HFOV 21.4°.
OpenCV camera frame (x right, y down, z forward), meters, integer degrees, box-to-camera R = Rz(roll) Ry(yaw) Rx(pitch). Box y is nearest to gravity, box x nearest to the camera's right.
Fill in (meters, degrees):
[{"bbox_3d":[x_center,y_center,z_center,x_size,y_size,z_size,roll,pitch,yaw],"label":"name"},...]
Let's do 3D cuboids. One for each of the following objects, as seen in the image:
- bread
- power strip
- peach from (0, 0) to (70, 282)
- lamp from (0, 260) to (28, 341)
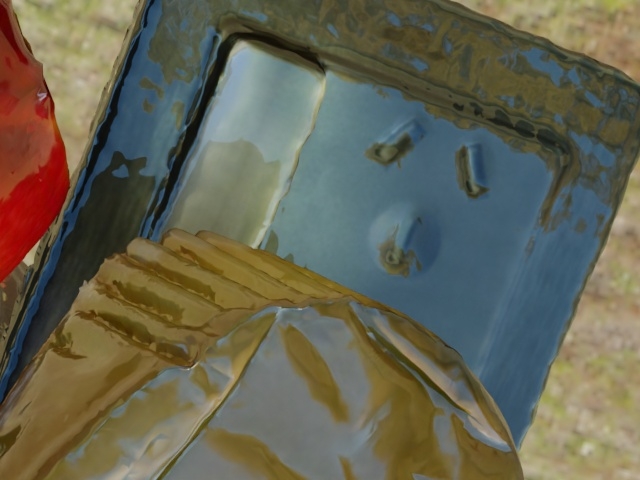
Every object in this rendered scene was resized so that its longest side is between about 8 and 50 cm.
[{"bbox_3d":[-0.070,0.136,0.651,0.204,0.288,0.156,41,166,-27],"label":"bread"},{"bbox_3d":[-0.002,-0.001,0.798,0.251,0.257,0.092,20,-174,-25],"label":"power strip"},{"bbox_3d":[-0.150,-0.052,0.496,0.190,0.190,0.192,-5,-172,44],"label":"peach"},{"bbox_3d":[-0.280,0.073,1.039,0.247,0.247,0.247,16,157,7],"label":"lamp"}]
